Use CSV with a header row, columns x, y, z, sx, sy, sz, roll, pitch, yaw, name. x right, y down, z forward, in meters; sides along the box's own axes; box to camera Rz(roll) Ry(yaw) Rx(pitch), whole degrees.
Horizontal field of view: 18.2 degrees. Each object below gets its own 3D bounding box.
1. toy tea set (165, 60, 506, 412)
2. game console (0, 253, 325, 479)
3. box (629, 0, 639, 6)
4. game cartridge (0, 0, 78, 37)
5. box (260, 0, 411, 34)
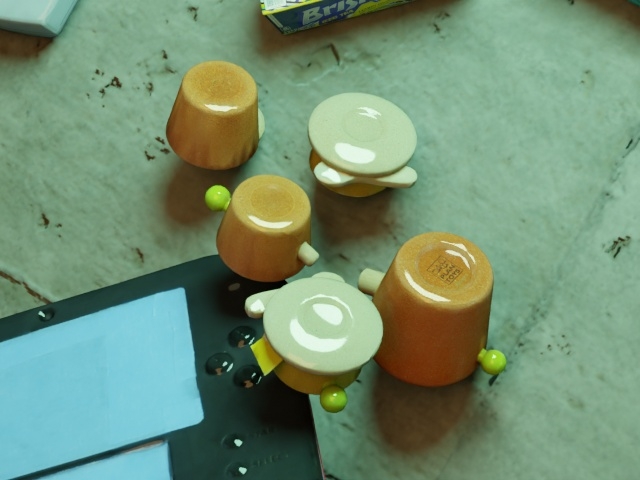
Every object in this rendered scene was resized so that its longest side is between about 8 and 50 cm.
x,y,z,sx,sy,sz,roll,pitch,yaw,name
0.000,0.000,1.536,0.200,0.124,0.336,-12,53,-20,toy tea set
-0.190,0.173,1.475,0.386,0.060,0.342,-17,39,5,game console
0.284,-0.216,1.517,0.244,0.060,0.100,31,89,19,box
-0.308,-0.298,1.711,0.294,0.060,0.196,29,85,19,game cartridge
0.036,-0.215,1.589,0.169,0.059,0.054,-13,75,14,box
